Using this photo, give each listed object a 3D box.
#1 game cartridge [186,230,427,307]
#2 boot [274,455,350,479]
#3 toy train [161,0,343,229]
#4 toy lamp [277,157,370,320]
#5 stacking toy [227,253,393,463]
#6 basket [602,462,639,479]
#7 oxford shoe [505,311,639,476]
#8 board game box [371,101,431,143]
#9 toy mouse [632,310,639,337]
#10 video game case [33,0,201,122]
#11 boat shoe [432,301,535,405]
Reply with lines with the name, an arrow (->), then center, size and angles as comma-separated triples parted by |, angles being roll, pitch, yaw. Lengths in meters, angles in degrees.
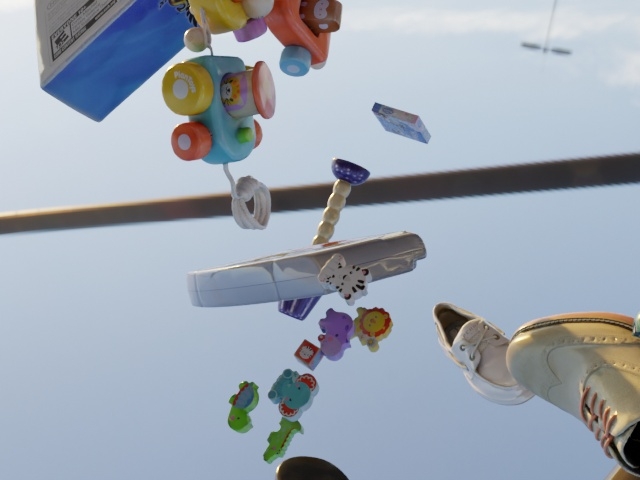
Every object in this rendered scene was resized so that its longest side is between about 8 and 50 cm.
game cartridge -> -0.036, 0.040, 1.055 | 0.196, 0.060, 0.294 | -17, -175, -39
boot -> -0.008, 0.329, 0.664 | 0.091, 0.229, 0.263 | 8, -155, -17
toy train -> -0.024, -0.095, 0.451 | 0.046, 0.125, 0.166 | -7, -123, 30
toy lamp -> 0.000, 0.000, 1.414 | 0.080, 0.275, 0.080 | 21, 174, 3
stacking toy -> -0.005, 0.136, 0.907 | 0.052, 0.167, 0.221 | 30, -106, 25
basket -> 0.539, 0.449, 1.398 | 0.204, 0.154, 0.227 | 26, -115, 27
oxford shoe -> 0.355, 0.183, 0.977 | 0.146, 0.141, 0.397 | -25, -159, -32
board game box -> 0.145, -0.209, 1.502 | 0.090, 0.020, 0.090 | 21, 172, 27
toy mouse -> 0.346, 0.078, 0.777 | 0.143, 0.031, 0.161 | 14, 169, -31
video game case -> -0.110, -0.259, 0.638 | 0.061, 0.269, 0.244 | 33, -151, -46
boat shoe -> 0.256, 0.176, 1.375 | 0.098, 0.096, 0.277 | -38, -155, -8
